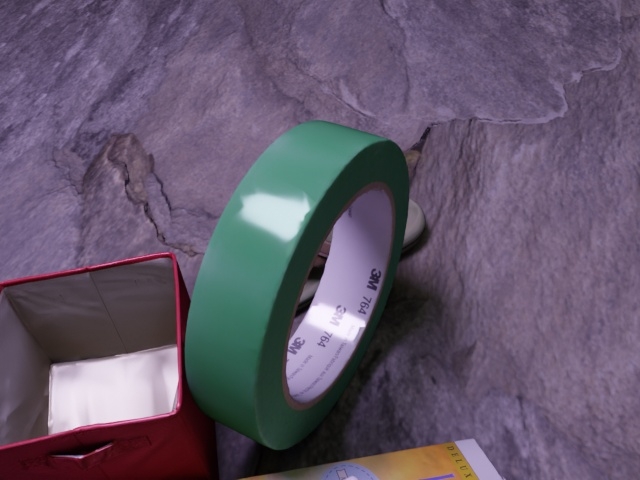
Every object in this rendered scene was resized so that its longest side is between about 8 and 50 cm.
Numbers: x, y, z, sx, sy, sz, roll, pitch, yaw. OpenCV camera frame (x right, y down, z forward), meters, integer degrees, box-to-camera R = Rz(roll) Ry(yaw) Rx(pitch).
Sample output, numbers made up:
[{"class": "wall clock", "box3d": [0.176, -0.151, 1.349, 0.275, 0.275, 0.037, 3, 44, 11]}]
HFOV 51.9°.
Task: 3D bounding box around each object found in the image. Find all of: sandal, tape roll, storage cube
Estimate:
[{"class": "sandal", "box3d": [0.000, -0.001, 0.865, 0.302, 0.086, 0.120, -26, 51, -18]}, {"class": "tape roll", "box3d": [-0.007, 0.044, 0.665, 0.077, 0.321, 0.321, 21, 53, 22]}, {"class": "storage cube", "box3d": [-0.212, 0.154, 0.671, 0.183, 0.193, 0.215, -10, 47, -4]}]

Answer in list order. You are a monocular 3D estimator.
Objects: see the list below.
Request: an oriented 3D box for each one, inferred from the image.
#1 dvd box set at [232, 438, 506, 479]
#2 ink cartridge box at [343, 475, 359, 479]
[{"class": "dvd box set", "box3d": [-0.024, 0.289, 0.504, 0.420, 0.062, 0.307, -7, 16, -6]}, {"class": "ink cartridge box", "box3d": [-0.016, 0.307, 0.296, 0.303, 0.072, 0.307, -23, 45, -26]}]
